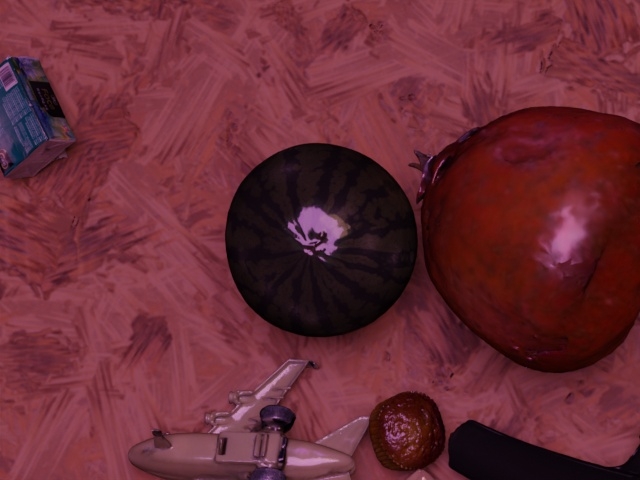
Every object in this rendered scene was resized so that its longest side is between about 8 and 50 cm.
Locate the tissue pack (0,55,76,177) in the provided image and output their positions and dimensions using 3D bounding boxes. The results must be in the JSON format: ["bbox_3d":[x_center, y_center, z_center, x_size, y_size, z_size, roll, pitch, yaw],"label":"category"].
[{"bbox_3d":[-0.331,-0.139,2.016,0.085,0.079,0.111,-36,73,30],"label":"tissue pack"}]

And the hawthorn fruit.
[{"bbox_3d":[0.212,-0.019,1.837,0.307,0.276,0.276,25,80,26],"label":"hawthorn fruit"}]

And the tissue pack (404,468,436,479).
[{"bbox_3d":[0.090,0.370,1.832,0.222,0.090,0.186,-42,79,-5],"label":"tissue pack"}]

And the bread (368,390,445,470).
[{"bbox_3d":[0.094,0.201,1.879,0.085,0.053,0.085,7,73,-25],"label":"bread"}]

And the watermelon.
[{"bbox_3d":[0.000,0.000,1.875,0.212,0.212,0.212,-1,76,6],"label":"watermelon"}]

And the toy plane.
[{"bbox_3d":[-0.079,0.232,1.888,0.256,0.104,0.242,6,62,1],"label":"toy plane"}]

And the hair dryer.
[{"bbox_3d":[0.336,0.182,1.871,0.303,0.120,0.359,27,70,26],"label":"hair dryer"}]
